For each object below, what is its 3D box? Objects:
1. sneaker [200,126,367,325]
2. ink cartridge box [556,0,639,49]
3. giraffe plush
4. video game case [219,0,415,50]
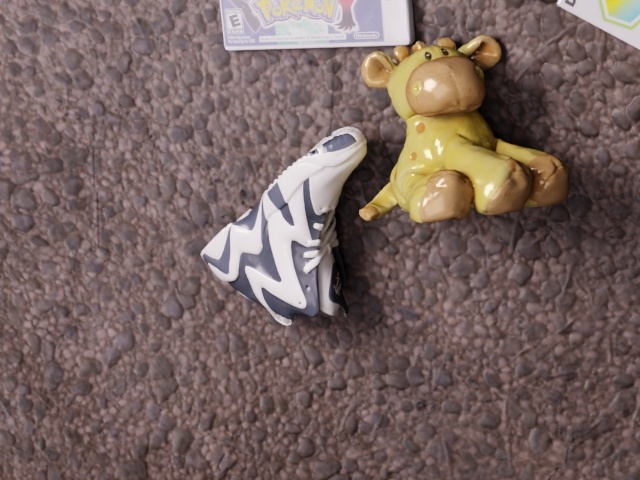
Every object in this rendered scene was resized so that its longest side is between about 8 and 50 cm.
[{"bbox_3d":[0.000,0.000,1.864,0.153,0.094,0.235,48,116,-1],"label":"sneaker"},{"bbox_3d":[0.292,-0.248,1.694,0.209,0.062,0.109,31,115,9],"label":"ink cartridge box"},{"bbox_3d":[0.127,-0.112,1.764,0.210,0.181,0.170,1,99,56],"label":"giraffe plush"},{"bbox_3d":[-0.010,-0.283,1.815,0.201,0.023,0.183,1,107,20],"label":"video game case"}]
